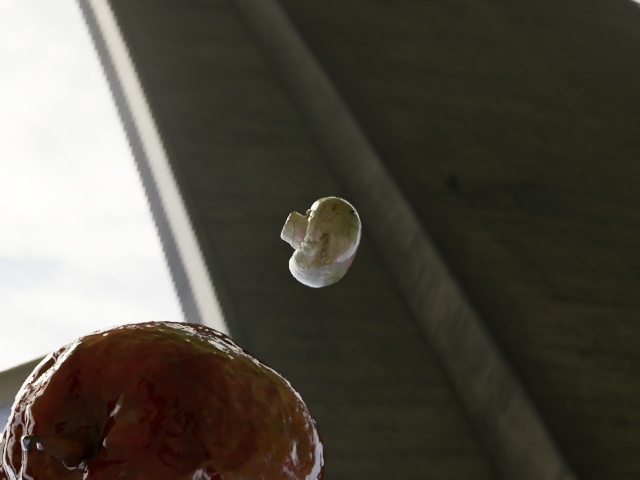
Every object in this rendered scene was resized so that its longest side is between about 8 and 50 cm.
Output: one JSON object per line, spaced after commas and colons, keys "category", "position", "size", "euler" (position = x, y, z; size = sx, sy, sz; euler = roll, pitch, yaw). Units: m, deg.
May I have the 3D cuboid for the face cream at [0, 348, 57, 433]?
{"category": "face cream", "position": [-0.251, 0.129, 1.206], "size": [0.243, 0.092, 0.058], "euler": [-17, -109, -7]}

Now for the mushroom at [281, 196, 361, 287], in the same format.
{"category": "mushroom", "position": [0.000, 0.000, 1.310], "size": [0.067, 0.083, 0.083], "euler": [23, -154, 2]}

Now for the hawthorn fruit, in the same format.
{"category": "hawthorn fruit", "position": [-0.119, 0.139, 0.926], "size": [0.207, 0.207, 0.243], "euler": [32, 176, 31]}
